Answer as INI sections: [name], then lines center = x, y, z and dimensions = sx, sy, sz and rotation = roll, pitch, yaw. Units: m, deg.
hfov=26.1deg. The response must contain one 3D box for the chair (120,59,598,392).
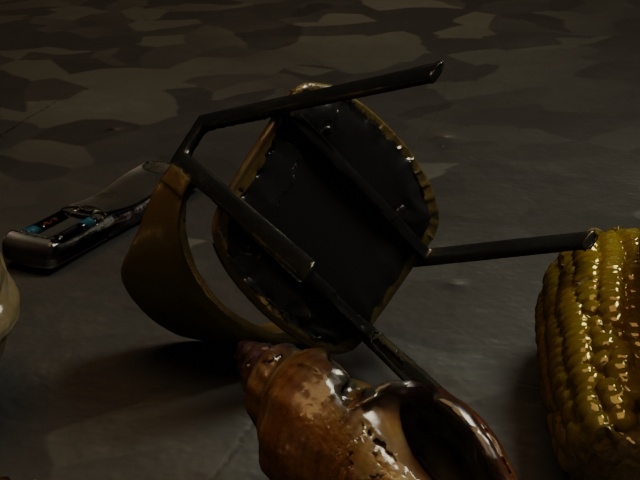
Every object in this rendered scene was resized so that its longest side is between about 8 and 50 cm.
[chair]
center = 0.000, 0.000, 0.832
dimensions = 0.172, 0.159, 0.247
rotation = -55, 32, -13

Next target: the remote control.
[remote control]
center = -0.174, -0.025, 1.130
dimensions = 0.059, 0.028, 0.212
rotation = 8, 24, 27

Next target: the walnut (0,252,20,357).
[walnut]
center = -0.252, 0.037, 0.837
dimensions = 0.140, 0.140, 0.162
rotation = -15, 28, -27

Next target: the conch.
[conch]
center = 0.042, 0.115, 0.703
dimensions = 0.233, 0.086, 0.080
rotation = 21, -11, 20

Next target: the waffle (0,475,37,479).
[waffle]
center = -0.176, 0.198, 0.498
dimensions = 0.380, 0.095, 0.382
rotation = 2, 20, 8

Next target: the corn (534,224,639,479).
[corn]
center = 0.171, 0.064, 0.785
dimensions = 0.097, 0.097, 0.261
rotation = 1, 23, 9
